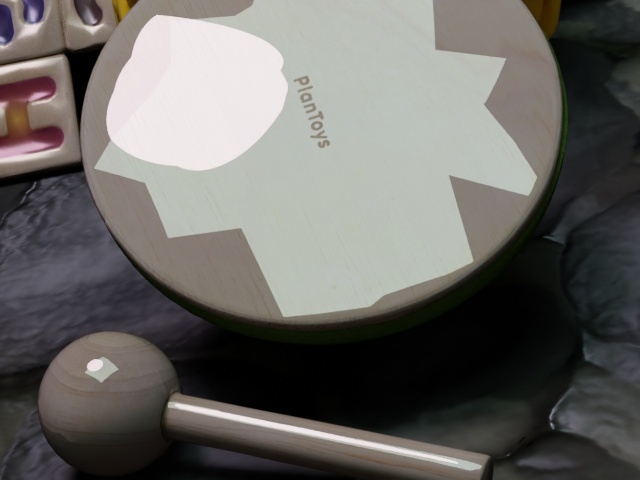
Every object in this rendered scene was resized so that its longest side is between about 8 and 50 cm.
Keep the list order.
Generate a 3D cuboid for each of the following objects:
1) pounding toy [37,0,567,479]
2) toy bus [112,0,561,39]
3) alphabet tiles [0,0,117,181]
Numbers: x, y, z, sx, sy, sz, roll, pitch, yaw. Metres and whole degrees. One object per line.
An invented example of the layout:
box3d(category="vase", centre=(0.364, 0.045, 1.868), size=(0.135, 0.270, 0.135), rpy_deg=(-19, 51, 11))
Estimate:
box3d(category="pounding toy", centre=(0.000, 0.000, 0.732), size=(0.183, 0.110, 0.236), rpy_deg=(7, 62, 10))
box3d(category="toy bus", centre=(0.019, -0.159, 0.828), size=(0.220, 0.149, 0.211), rpy_deg=(0, -4, -8))
box3d(category="alphabet tiles", centre=(-0.252, -0.152, 0.940), size=(0.343, 0.285, 0.011), rpy_deg=(-11, -14, 1))
